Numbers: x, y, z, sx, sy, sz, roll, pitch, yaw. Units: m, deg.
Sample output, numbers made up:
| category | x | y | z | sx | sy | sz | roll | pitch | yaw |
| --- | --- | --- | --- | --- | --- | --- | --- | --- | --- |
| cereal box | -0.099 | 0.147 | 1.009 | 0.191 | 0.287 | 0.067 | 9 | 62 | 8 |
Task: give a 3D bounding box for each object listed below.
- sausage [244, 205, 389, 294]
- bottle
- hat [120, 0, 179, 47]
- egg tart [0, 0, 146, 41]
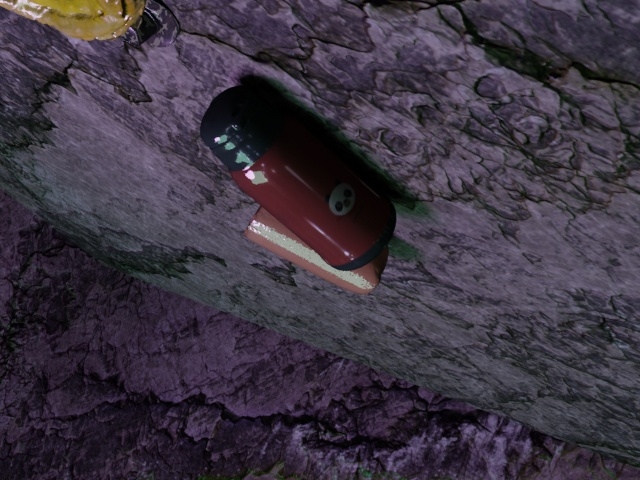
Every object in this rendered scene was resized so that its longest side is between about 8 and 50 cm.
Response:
| category | x | y | z | sx | sy | sz | roll | pitch | yaw |
| --- | --- | --- | --- | --- | --- | --- | --- | --- | --- |
| sausage | 0.000 | 0.000 | 1.698 | 0.252 | 0.123 | 0.123 | 29 | 164 | 1 |
| bottle | -0.035 | -0.099 | 1.426 | 0.336 | 0.144 | 0.144 | 42 | 160 | -32 |
| hat | -0.255 | -0.302 | 1.319 | 0.121 | 0.050 | 0.121 | 26 | 161 | 10 |
| egg tart | -0.334 | -0.369 | 1.091 | 0.345 | 0.133 | 0.345 | 27 | 165 | 8 |
